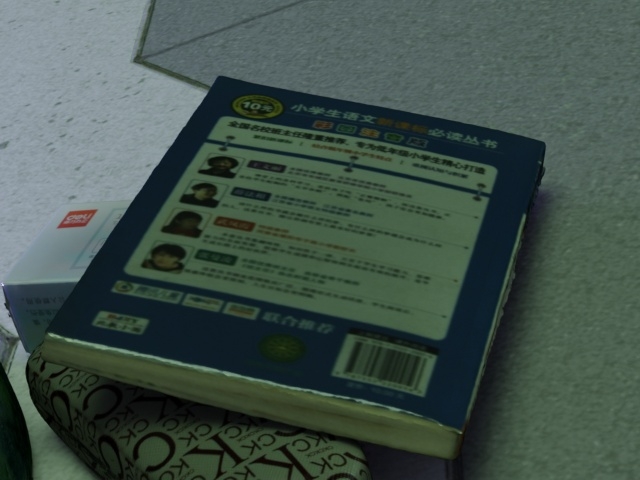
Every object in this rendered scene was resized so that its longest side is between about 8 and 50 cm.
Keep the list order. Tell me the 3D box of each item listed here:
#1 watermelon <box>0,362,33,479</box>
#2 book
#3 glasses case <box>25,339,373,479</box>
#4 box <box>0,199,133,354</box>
[{"bbox_3d":[-0.308,0.147,1.330,0.222,0.319,0.292,29,49,6],"label":"watermelon"},{"bbox_3d":[0.000,0.000,1.371,0.300,0.039,0.428,12,32,9],"label":"book"},{"bbox_3d":[-0.096,0.134,1.294,0.137,0.085,0.354,-27,32,-24],"label":"glasses case"},{"bbox_3d":[-0.118,0.028,1.492,0.269,0.079,0.135,-3,31,21],"label":"box"}]
